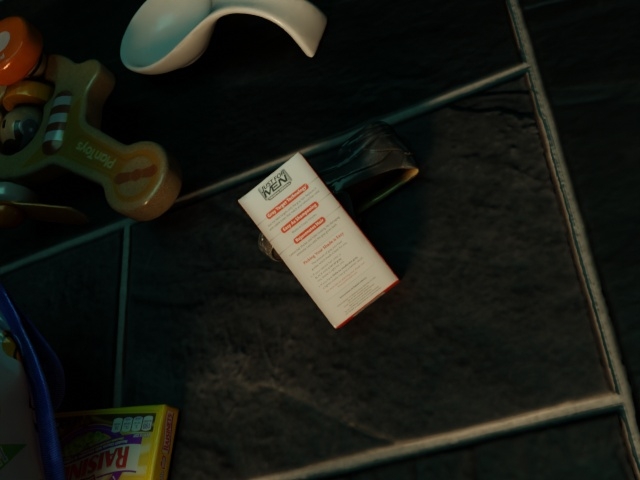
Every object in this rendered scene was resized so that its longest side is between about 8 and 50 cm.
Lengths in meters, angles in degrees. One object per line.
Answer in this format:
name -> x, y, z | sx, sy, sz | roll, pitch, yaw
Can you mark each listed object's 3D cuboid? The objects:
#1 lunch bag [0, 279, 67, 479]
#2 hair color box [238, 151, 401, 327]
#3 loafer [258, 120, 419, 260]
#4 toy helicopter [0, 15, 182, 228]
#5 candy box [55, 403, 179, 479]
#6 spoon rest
lunch bag -> -0.386, 0.220, 0.733 | 0.328, 0.238, 0.386 | -43, 51, 22
hair color box -> 0.000, 0.000, 0.745 | 0.072, 0.043, 0.141 | -38, 82, 5
loafer -> 0.015, -0.037, 0.790 | 0.170, 0.062, 0.061 | -43, 55, 4
toy helicopter -> -0.294, -0.096, 0.963 | 0.355, 0.140, 0.235 | 26, 80, 36
candy box -> -0.230, 0.215, 0.808 | 0.205, 0.027, 0.105 | -10, 62, 26
spoon rest -> -0.129, -0.255, 0.989 | 0.276, 0.084, 0.137 | 5, 66, 32
